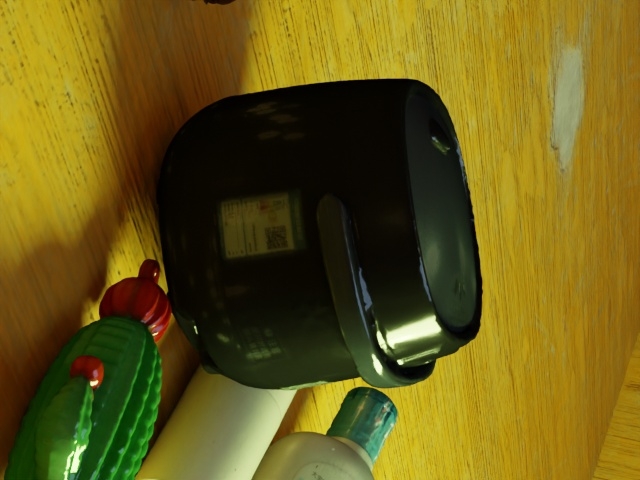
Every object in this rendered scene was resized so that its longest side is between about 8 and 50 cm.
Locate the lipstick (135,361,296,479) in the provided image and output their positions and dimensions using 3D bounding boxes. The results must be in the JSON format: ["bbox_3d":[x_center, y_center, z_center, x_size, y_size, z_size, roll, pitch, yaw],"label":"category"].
[{"bbox_3d":[-0.059,0.112,1.328,0.087,0.087,0.327,80,28,-43],"label":"lipstick"}]

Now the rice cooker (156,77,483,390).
[{"bbox_3d":[0.000,0.000,1.195,0.267,0.225,0.267,-10,90,-73],"label":"rice cooker"}]

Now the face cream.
[{"bbox_3d":[-0.009,0.278,1.487,0.163,0.080,0.336,49,43,-17],"label":"face cream"}]

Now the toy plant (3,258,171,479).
[{"bbox_3d":[-0.161,0.127,1.081,0.240,0.088,0.154,-68,170,-63],"label":"toy plant"}]

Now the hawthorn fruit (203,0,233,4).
[{"bbox_3d":[-0.084,-0.231,1.138,0.067,0.067,0.103,-13,110,-68],"label":"hawthorn fruit"}]
